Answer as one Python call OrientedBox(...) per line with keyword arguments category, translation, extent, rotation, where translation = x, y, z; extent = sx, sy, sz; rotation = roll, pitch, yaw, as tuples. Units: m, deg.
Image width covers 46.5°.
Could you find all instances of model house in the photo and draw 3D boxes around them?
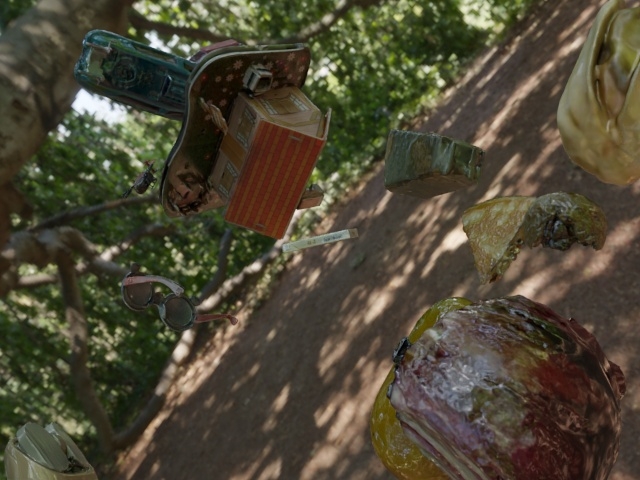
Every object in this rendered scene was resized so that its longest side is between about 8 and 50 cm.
OrientedBox(category="model house", translation=(-0.091, -0.113, 1.066), extent=(0.207, 0.154, 0.294), rotation=(-17, -36, -41))

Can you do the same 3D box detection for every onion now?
OrientedBox(category="onion", translation=(0.251, 0.196, 0.852), extent=(0.280, 0.314, 0.146), rotation=(-41, 5, -17))

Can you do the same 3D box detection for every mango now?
OrientedBox(category="mango", translation=(0.174, 0.211, 0.999), extent=(0.255, 0.175, 0.139), rotation=(-60, 10, -5))

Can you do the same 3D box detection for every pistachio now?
OrientedBox(category="pistachio", translation=(0.528, -0.253, 1.264), extent=(0.238, 0.229, 0.321), rotation=(8, -88, -60))

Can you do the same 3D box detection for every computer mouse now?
OrientedBox(category="computer mouse", translation=(-0.362, 0.369, 1.048), extent=(0.082, 0.237, 0.145), rotation=(-26, -18, 3))

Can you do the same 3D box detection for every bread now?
OrientedBox(category="bread", translation=(0.335, -0.025, 1.023), extent=(0.113, 0.082, 0.060), rotation=(-1, 18, 20))

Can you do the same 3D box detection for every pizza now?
OrientedBox(category="pizza", translation=(0.342, 0.007, 1.427), extent=(0.188, 0.062, 0.199), rotation=(-6, 55, 46))

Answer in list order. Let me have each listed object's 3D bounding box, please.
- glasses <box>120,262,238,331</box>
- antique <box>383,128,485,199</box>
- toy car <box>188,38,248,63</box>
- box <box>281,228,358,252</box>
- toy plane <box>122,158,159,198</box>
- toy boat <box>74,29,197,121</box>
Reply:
OrientedBox(category="glasses", translation=(-0.326, 0.134, 1.796), extent=(0.268, 0.234, 0.118), rotation=(-11, 53, 44))
OrientedBox(category="antique", translation=(0.245, -0.170, 1.616), extent=(0.284, 0.125, 0.150), rotation=(-169, 89, -71))
OrientedBox(category="toy car", translation=(-0.185, -0.285, 1.763), extent=(0.271, 0.341, 0.240), rotation=(-22, 32, -21))
OrientedBox(category="box", translation=(0.000, 0.000, 1.766), extent=(0.166, 0.024, 0.090), rotation=(-13, -1, 16))
OrientedBox(category="toy plane", translation=(-0.418, -0.150, 1.768), extent=(0.060, 0.037, 0.145), rotation=(-20, 35, 28))
OrientedBox(category="toy boat", translation=(-0.341, -0.320, 1.516), extent=(0.092, 0.298, 0.134), rotation=(42, 114, 58))
